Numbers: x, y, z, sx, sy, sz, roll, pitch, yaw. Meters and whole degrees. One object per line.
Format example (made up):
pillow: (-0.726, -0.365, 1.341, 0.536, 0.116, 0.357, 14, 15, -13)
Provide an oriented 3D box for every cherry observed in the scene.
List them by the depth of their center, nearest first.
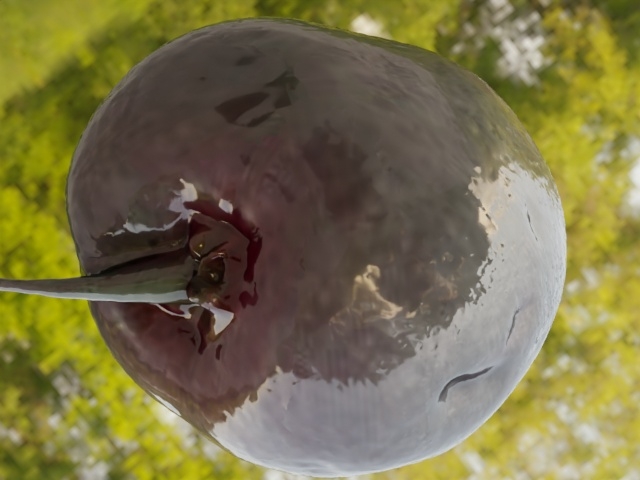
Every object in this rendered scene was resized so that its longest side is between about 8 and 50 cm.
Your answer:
cherry: (0.000, 0.000, 0.755, 0.266, 0.213, 0.184, -29, 153, -41)
